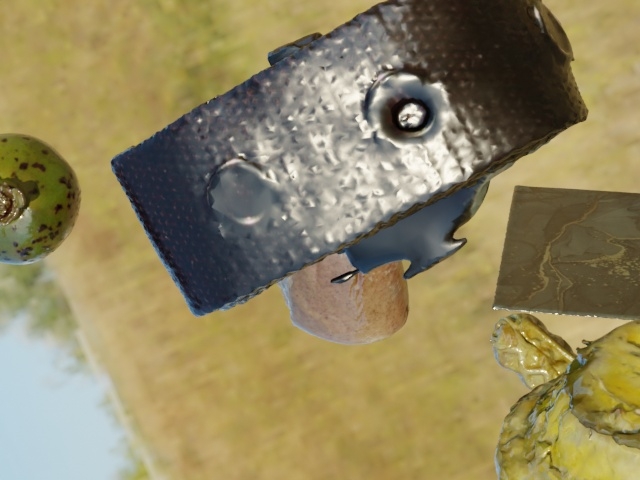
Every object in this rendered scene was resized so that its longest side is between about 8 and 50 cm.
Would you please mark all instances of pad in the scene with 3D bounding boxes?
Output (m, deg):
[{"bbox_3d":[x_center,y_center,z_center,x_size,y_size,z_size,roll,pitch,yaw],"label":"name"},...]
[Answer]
[{"bbox_3d":[0.331,0.014,1.517,0.247,0.368,0.007,-67,-20,-63],"label":"pad"}]

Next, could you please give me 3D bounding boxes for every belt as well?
[{"bbox_3d":[0.024,-0.053,1.148,0.164,0.289,0.184,62,-158,-2],"label":"belt"}]

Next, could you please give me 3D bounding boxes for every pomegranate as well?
[{"bbox_3d":[-0.276,-0.033,1.670,0.130,0.130,0.130,157,90,-89],"label":"pomegranate"}]

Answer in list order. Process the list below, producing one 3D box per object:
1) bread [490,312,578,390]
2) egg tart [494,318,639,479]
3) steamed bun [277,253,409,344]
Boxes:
[{"bbox_3d":[0.213,0.115,1.827,0.110,0.066,0.060,39,139,1],"label":"bread"},{"bbox_3d":[0.182,0.093,0.947,0.191,0.191,0.074,-115,17,-59],"label":"egg tart"},{"bbox_3d":[0.000,0.000,1.633,0.175,0.106,0.144,48,157,47],"label":"steamed bun"}]
